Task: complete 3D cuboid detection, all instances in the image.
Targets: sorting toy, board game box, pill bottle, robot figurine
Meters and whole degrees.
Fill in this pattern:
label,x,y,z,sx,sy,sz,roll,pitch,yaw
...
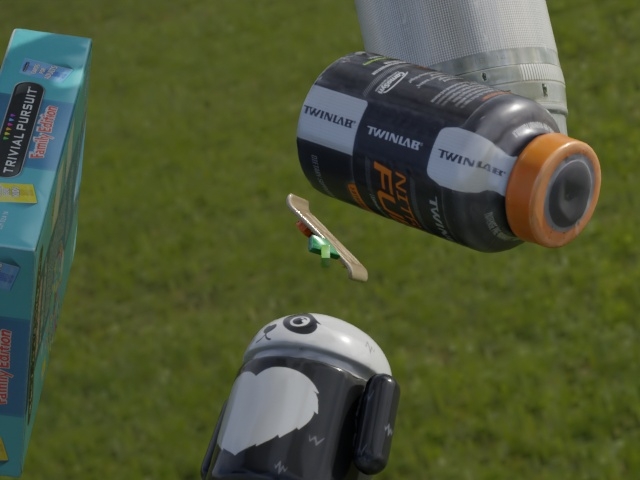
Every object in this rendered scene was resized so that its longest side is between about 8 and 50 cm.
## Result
label,x,y,z,sx,sy,sz,roll,pitch,yaw
sorting toy,0.000,0.000,1.114,0.012,0.062,0.083,-41,-10,6
board game box,-0.275,0.004,1.721,0.079,0.253,0.336,8,36,-3
pill bottle,0.107,-0.067,1.549,0.130,0.130,0.246,-31,36,-35
robot figurine,-0.024,0.210,2.009,0.209,0.173,0.278,11,62,8

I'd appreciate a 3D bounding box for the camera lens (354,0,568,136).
label,x,y,z,sx,sy,sz,roll,pitch,yaw
camera lens,0.163,-0.223,2.232,0.219,0.274,0.219,-12,-8,-2
